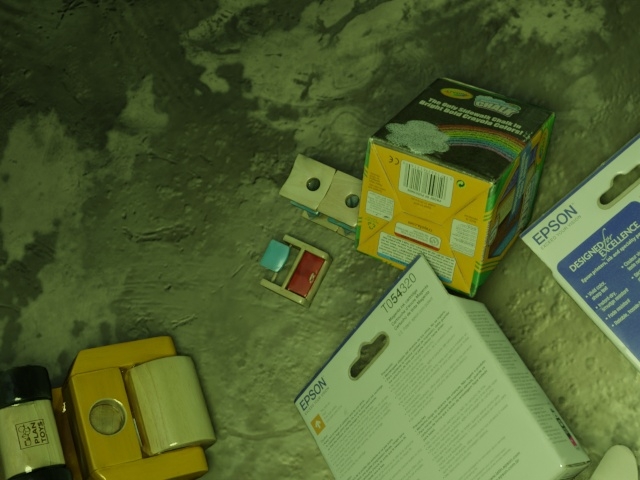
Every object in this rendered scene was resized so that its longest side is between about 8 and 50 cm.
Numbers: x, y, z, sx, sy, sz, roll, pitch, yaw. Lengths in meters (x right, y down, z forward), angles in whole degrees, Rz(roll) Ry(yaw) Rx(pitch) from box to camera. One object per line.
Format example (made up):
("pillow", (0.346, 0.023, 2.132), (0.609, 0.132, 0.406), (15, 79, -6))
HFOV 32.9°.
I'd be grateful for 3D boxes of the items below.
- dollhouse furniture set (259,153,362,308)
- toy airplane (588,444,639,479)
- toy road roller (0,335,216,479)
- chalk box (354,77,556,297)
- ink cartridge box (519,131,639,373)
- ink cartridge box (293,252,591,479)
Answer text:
("dollhouse furniture set", (0.000, 0.000, 1.542), (0.129, 0.129, 0.184), (24, 83, 20))
("toy airplane", (0.463, 0.405, 1.267), (0.386, 0.272, 0.384), (-28, 31, 16))
("toy road roller", (-0.338, 0.286, 1.558), (0.329, 0.240, 0.203), (-9, 69, -26))
("chalk box", (0.194, -0.092, 1.457), (0.180, 0.289, 0.179), (22, 127, 22))
("ink cartridge box", (0.481, 0.014, 1.439), (0.303, 0.072, 0.307), (-40, 68, 4))
("ink cartridge box", (0.138, 0.242, 1.386), (0.324, 0.071, 0.330), (-52, 53, 32))
